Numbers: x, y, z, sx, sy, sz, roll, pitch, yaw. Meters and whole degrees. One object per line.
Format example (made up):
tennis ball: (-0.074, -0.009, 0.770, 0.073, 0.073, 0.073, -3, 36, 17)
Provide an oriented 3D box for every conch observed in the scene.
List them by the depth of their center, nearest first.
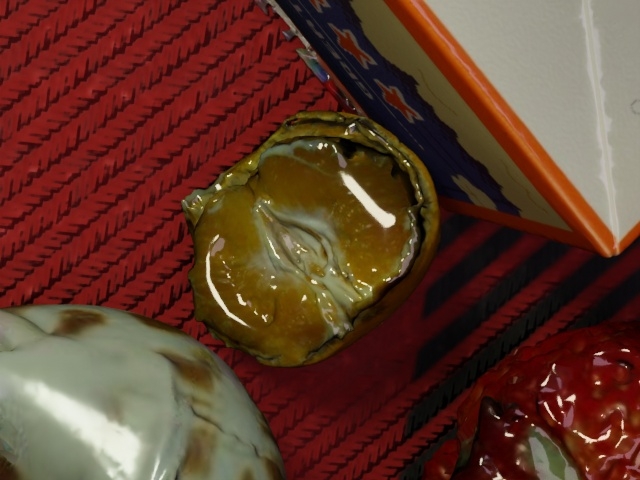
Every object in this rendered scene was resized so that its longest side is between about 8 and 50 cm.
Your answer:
conch: (-0.138, 0.148, 1.055, 0.368, 0.249, 0.197, 16, 111, -11)

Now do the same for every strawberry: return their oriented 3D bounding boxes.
strawberry: (0.180, 0.182, 1.203, 0.261, 0.257, 0.261, 1, 99, 4)

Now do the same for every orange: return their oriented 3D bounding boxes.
orange: (0.000, 0.000, 1.147, 0.112, 0.170, 0.160, 6, 97, -54)

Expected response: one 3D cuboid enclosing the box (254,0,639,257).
box: (0.140, -0.228, 1.088, 0.348, 0.257, 0.318, -45, 110, -8)
